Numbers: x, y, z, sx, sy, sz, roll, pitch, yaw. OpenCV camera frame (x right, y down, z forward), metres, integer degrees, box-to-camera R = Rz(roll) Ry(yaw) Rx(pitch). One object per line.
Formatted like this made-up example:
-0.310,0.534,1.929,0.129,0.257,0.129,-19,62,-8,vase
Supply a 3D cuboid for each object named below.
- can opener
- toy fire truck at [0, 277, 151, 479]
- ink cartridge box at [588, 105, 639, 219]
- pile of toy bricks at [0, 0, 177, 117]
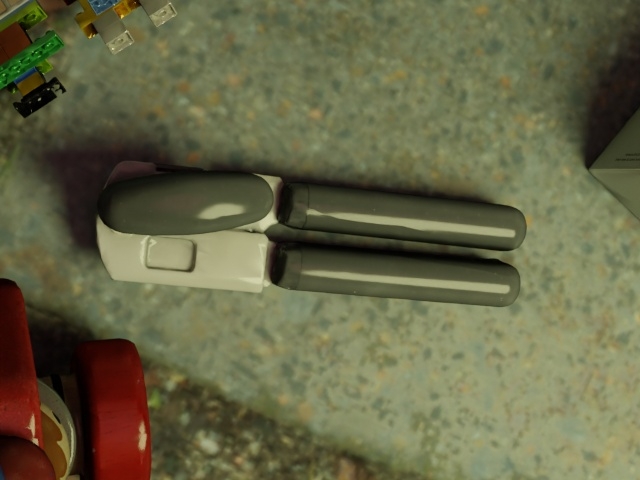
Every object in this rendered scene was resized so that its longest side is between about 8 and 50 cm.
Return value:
0.000,0.000,1.061,0.284,0.095,0.076,5,92,-14,can opener
-0.169,0.175,0.944,0.169,0.254,0.302,-4,94,-15,toy fire truck
0.295,-0.071,1.116,0.128,0.127,0.176,42,83,-12,ink cartridge box
-0.204,-0.139,1.007,0.212,0.118,0.105,-33,68,-2,pile of toy bricks
